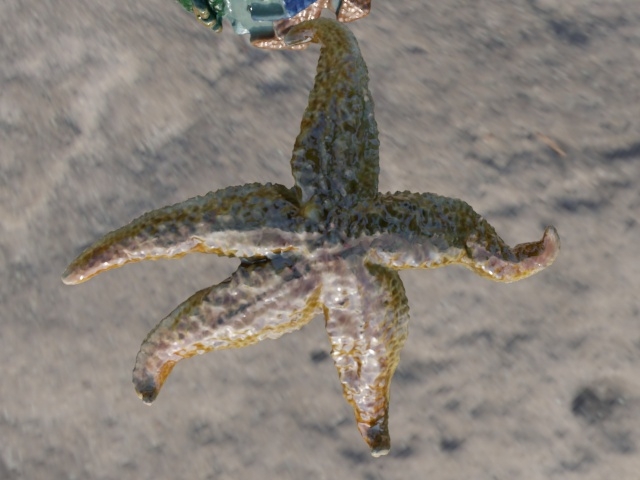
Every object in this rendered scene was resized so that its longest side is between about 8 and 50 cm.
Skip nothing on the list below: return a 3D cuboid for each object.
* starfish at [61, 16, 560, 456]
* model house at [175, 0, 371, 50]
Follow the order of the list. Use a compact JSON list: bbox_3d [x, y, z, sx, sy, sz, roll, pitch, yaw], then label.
[{"bbox_3d":[0.003,-0.001,1.279,0.375,0.094,0.327,9,94,-16],"label":"starfish"},{"bbox_3d":[-0.035,-0.215,1.460,0.148,0.148,0.119,40,54,13],"label":"model house"}]
